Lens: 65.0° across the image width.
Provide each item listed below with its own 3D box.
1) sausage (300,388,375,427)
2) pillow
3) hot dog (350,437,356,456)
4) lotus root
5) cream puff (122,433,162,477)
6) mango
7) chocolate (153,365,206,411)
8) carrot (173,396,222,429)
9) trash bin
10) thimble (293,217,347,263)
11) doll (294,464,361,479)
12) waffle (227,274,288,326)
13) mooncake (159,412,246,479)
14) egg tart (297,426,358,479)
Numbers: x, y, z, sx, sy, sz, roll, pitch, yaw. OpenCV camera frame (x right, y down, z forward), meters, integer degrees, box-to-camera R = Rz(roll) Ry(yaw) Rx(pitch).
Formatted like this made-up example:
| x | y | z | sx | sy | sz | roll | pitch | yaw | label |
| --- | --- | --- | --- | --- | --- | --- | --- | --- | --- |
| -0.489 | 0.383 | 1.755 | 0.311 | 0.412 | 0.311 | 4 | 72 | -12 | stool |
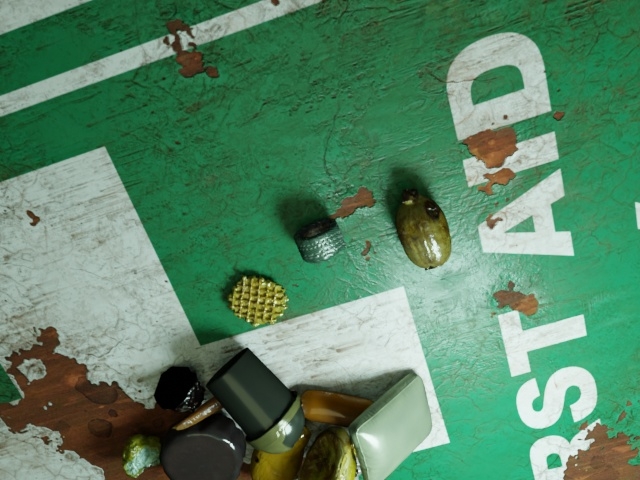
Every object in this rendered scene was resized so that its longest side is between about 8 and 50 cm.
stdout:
| x | y | z | sx | sy | sz | roll | pitch | yaw | label |
| --- | --- | --- | --- | --- | --- | --- | --- | --- | --- |
| 0.060 | 0.564 | 1.681 | 0.274 | 0.105 | 0.105 | 12 | 110 | -5 | sausage |
| 0.236 | 0.610 | 1.629 | 0.322 | 0.120 | 0.255 | -27 | 112 | -32 | pillow |
| 0.090 | 0.727 | 1.772 | 0.165 | 0.045 | 0.071 | 10 | 108 | -3 | hot dog |
| 0.292 | -0.033 | 1.442 | 0.145 | 0.128 | 0.260 | -18 | 109 | 16 | lotus root |
| -0.610 | 0.725 | 1.725 | 0.156 | 0.121 | 0.156 | -5 | 104 | -22 | cream puff |
| -0.140 | 0.735 | 1.735 | 0.177 | 0.120 | 0.295 | 25 | 103 | -5 | mango |
| -0.444 | 0.507 | 1.654 | 0.156 | 0.156 | 0.133 | -24 | 137 | 8 | chocolate |
| -0.375 | 0.557 | 1.640 | 0.224 | 0.057 | 0.057 | -29 | 112 | -23 | carrot |
| -0.185 | 0.517 | 1.588 | 0.214 | 0.214 | 0.334 | -39 | 92 | 13 | trash bin |
| -0.002 | 0.000 | 1.457 | 0.135 | 0.118 | 0.090 | -25 | 115 | -8 | thimble |
| 0.004 | 0.868 | 1.796 | 0.365 | 0.094 | 0.160 | -24 | 123 | 11 | doll |
| -0.195 | 0.189 | 1.568 | 0.191 | 0.038 | 0.191 | 0 | 110 | 0 | waffle |
| -0.396 | 0.713 | 1.709 | 0.283 | 0.141 | 0.283 | -2 | 111 | -5 | mooncake |
| 0.033 | 0.755 | 1.623 | 0.115 | 0.290 | 0.290 | 27 | 108 | -16 | egg tart |
